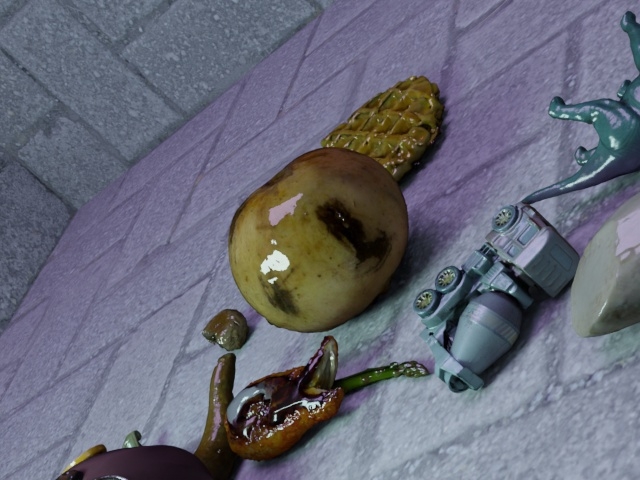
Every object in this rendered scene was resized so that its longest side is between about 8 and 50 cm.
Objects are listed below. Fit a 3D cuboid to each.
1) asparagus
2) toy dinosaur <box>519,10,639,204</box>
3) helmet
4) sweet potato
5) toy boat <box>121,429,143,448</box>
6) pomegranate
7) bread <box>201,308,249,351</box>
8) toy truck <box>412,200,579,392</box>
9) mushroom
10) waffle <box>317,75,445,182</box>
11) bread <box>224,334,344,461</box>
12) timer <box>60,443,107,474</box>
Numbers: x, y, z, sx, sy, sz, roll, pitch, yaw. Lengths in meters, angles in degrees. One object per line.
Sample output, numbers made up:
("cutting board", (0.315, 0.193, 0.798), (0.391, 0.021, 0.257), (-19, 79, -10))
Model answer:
("asparagus", (0.085, 0.205, 1.783), (0.236, 0.027, 0.034), (-22, 36, 50))
("toy dinosaur", (0.481, -0.160, 1.606), (0.384, 0.129, 0.331), (-57, 37, -3))
("helmet", (-0.287, 0.422, 1.759), (0.338, 0.271, 0.197), (-15, 24, 14))
("sweet potato", (-0.189, 0.346, 1.947), (0.079, 0.108, 0.346), (-28, 30, 56))
("toy boat", (-0.351, 0.432, 2.173), (0.089, 0.071, 0.185), (-34, 22, 34))
("pomegranate", (0.000, 0.000, 1.982), (0.322, 0.322, 0.322), (-40, 21, 18))
("bread", (-0.179, 0.177, 2.333), (0.082, 0.060, 0.113), (-51, 22, -10))
("toy truck", (0.238, 0.081, 1.605), (0.257, 0.108, 0.140), (-47, 32, 4))
("mushroom", (0.425, -0.014, 1.378), (0.350, 0.128, 0.128), (-37, 21, 14))
("waffle", (0.098, -0.177, 2.420), (0.379, 0.095, 0.382), (-35, 25, 25))
("bread", (-0.053, 0.263, 1.862), (0.268, 0.095, 0.139), (-31, 48, 30))
("timer", (-0.362, 0.491, 1.968), (0.233, 0.240, 0.233), (-39, -11, -9))
